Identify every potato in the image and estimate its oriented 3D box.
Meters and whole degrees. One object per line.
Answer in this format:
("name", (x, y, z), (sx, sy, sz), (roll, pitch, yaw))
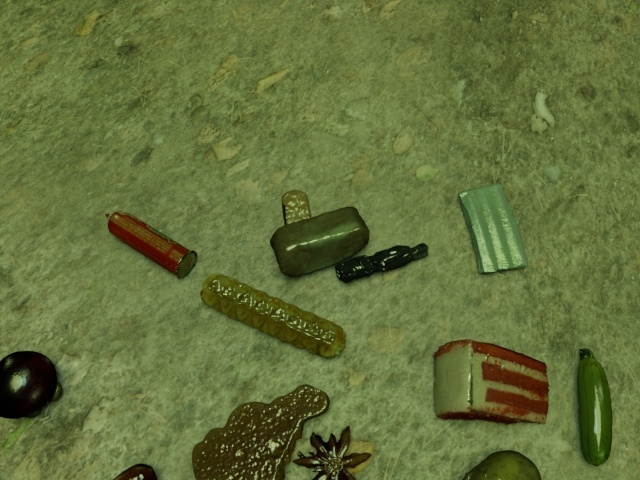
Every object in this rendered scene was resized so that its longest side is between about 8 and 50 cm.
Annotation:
("potato", (0.348, 0.529, 1.082), (0.149, 0.113, 0.251), (36, 63, 23))

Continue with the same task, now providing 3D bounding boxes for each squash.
("squash", (0.596, 0.356, 1.173), (0.066, 0.066, 0.251), (6, 67, 3))

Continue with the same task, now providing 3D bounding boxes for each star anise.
("star anise", (0.028, 0.473, 1.136), (0.168, 0.057, 0.167), (-1, 67, 2))

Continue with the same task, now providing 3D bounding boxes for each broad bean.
("broad bean", (-0.393, 0.542, 1.098), (0.114, 0.084, 0.165), (11, 73, 0))

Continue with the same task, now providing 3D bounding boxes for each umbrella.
("umbrella", (0.152, 0.048, 1.316), (0.236, 0.059, 0.066), (-17, 25, -10))

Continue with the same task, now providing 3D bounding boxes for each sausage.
("sausage", (-0.431, -0.001, 1.332), (0.264, 0.083, 0.083), (30, 70, 13))

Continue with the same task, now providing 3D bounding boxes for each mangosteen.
("mangosteen", (-0.642, 0.317, 1.176), (0.153, 0.152, 0.152), (0, 67, 1))

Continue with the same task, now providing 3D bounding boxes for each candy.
("candy", (0.000, 0.000, 1.305), (0.234, 0.102, 0.104), (-16, 48, -10))

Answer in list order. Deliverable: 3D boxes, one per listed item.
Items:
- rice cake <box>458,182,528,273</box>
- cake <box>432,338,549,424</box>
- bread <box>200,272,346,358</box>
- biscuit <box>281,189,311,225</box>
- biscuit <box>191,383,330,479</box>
("rice cake", (0.431, -0.033, 1.354), (0.127, 0.043, 0.236), (-10, 68, -5))
("cake", (0.365, 0.327, 1.199), (0.262, 0.160, 0.158), (21, 64, -28))
("bread", (-0.112, 0.174, 1.254), (0.368, 0.077, 0.084), (22, 68, 9))
("biscuit", (-0.061, -0.067, 1.388), (0.071, 0.018, 0.147), (-8, 66, -5))
("biscuit", (-0.120, 0.423, 1.154), (0.320, 0.047, 0.183), (-41, 63, -12))
